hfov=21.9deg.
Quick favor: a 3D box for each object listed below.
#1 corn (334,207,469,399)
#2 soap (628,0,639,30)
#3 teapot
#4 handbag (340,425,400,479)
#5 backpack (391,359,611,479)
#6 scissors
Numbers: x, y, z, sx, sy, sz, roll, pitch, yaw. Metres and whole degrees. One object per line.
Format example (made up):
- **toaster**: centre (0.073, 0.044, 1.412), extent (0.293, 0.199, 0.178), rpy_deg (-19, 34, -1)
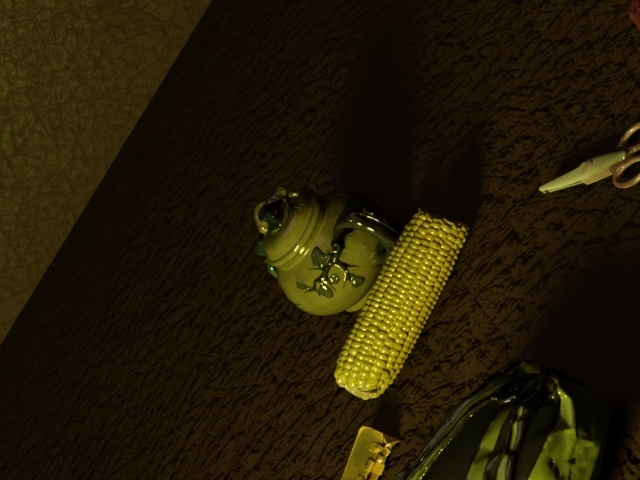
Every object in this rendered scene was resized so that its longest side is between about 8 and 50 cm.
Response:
- **corn**: centre (0.096, 0.076, 2.009), extent (0.248, 0.081, 0.081), rpy_deg (-63, 22, -5)
- **soap**: centre (0.414, -0.273, 1.716), extent (0.182, 0.112, 0.289), rpy_deg (-38, 32, 49)
- **teapot**: centre (0.000, 0.000, 2.173), extent (0.269, 0.182, 0.173), rpy_deg (-16, 48, 59)
- **handbag**: centre (0.055, 0.263, 1.945), extent (0.061, 0.027, 0.083), rpy_deg (5, 71, 65)
- **backpack**: centre (0.172, 0.232, 1.582), extent (0.253, 0.140, 0.207), rpy_deg (-63, 24, -7)
- **scissors**: centre (0.305, -0.079, 1.825), extent (0.176, 0.022, 0.085), rpy_deg (-24, 43, 52)
